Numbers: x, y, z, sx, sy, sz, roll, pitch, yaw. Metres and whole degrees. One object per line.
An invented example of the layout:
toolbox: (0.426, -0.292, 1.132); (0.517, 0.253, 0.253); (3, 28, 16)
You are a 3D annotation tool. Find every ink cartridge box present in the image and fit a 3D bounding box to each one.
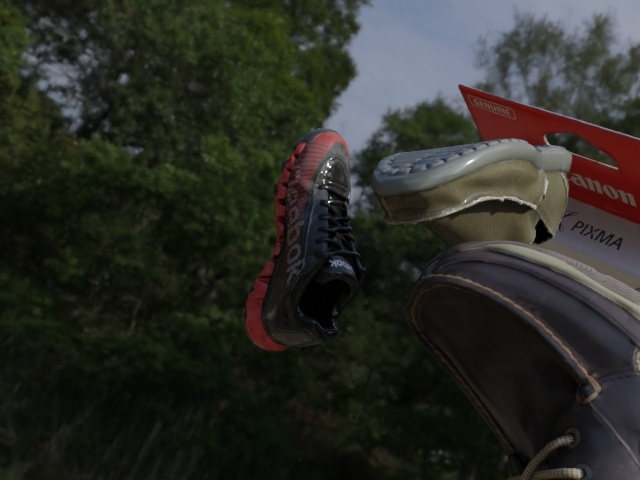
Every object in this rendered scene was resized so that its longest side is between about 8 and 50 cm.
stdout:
ink cartridge box: (0.265, -0.011, 0.974); (0.296, 0.066, 0.261); (29, -18, 47)

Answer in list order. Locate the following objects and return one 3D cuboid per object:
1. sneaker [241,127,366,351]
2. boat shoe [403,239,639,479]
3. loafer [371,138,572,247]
sneaker: (0.000, 0.000, 1.154); (0.097, 0.276, 0.135); (22, -12, -41)
boat shoe: (0.178, 0.136, 0.565); (0.355, 0.130, 0.132); (40, -36, 22)
loafer: (0.126, -0.026, 0.728); (0.094, 0.087, 0.251); (-4, 1, 37)
